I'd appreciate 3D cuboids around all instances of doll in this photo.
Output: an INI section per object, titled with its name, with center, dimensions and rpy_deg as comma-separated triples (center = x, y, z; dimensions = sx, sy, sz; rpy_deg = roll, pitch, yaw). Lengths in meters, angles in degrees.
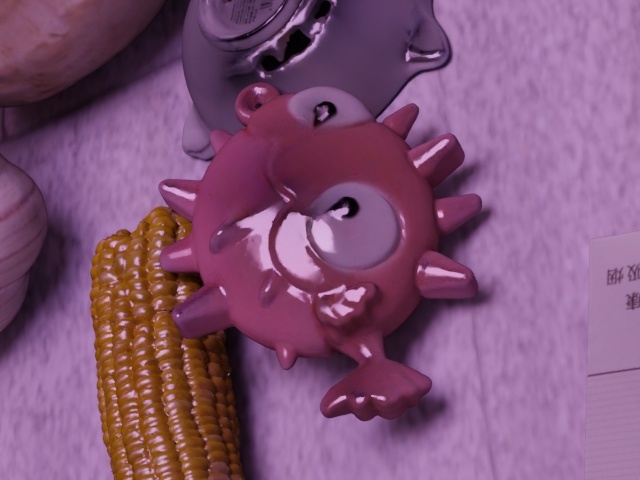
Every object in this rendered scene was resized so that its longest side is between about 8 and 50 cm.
[doll]
center = 0.000, 0.000, 1.075
dimensions = 0.211, 0.093, 0.262
rpy_deg = -18, 59, 5

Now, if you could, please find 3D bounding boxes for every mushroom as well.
[mushroom]
center = -0.252, -0.257, 1.274
dimensions = 0.297, 0.290, 0.297
rpy_deg = -19, 58, 32

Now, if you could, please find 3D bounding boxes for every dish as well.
[dish]
center = -0.021, -0.158, 1.184
dimensions = 0.228, 0.086, 0.236
rpy_deg = 28, 87, 43

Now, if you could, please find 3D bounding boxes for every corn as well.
[corn]
center = -0.094, 0.111, 1.102
dimensions = 0.101, 0.101, 0.292
rpy_deg = -27, 57, 24

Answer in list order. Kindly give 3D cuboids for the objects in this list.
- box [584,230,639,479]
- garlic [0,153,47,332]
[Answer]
[box]
center = 0.209, 0.103, 0.908
dimensions = 0.139, 0.035, 0.245
rpy_deg = -10, 61, 34
[garlic]
center = -0.346, -0.008, 1.227
dimensions = 0.245, 0.253, 0.245
rpy_deg = 21, 125, 32
